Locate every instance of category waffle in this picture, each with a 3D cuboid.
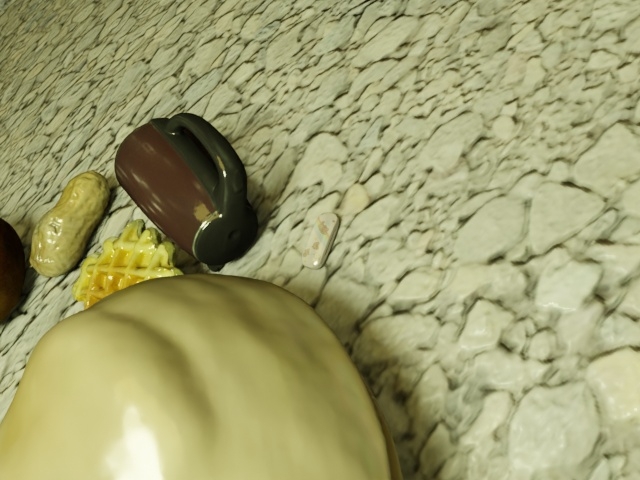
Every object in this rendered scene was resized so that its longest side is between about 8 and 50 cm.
[{"bbox_3d":[-0.284,0.106,0.661,0.250,0.056,0.261,-47,56,14],"label":"waffle"}]

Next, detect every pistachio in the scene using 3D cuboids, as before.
[{"bbox_3d":[-0.116,0.217,0.401,0.365,0.281,0.445,-24,49,1],"label":"pistachio"}]

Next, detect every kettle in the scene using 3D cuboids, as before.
[{"bbox_3d":[-0.182,-0.083,0.680,0.232,0.144,0.202,41,126,31],"label":"kettle"}]

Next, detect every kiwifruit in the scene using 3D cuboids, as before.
[{"bbox_3d":[-0.639,0.059,0.824,0.196,0.196,0.234,-32,61,9],"label":"kiwifruit"}]

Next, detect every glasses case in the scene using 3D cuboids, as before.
[{"bbox_3d":[0.000,0.000,0.625,0.032,0.021,0.083,13,70,30],"label":"glasses case"}]

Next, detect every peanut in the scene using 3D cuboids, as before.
[{"bbox_3d":[-0.455,-0.032,0.847,0.099,0.099,0.214,13,65,32],"label":"peanut"}]
